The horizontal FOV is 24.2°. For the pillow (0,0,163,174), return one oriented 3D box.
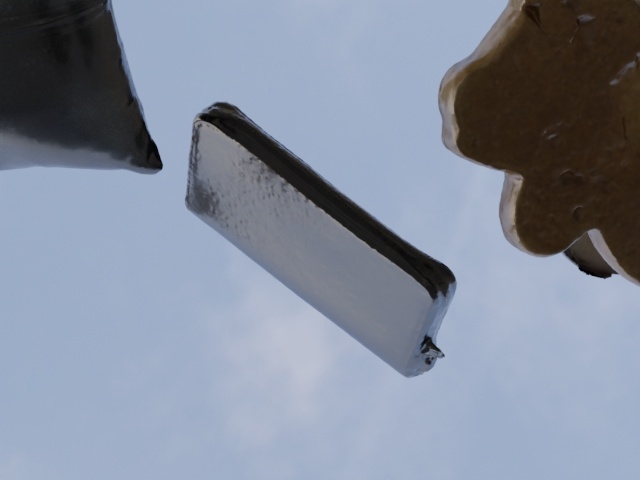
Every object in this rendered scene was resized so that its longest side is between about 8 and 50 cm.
[{"bbox_3d":[-0.214,-0.148,1.010,0.186,0.106,0.250,-3,-59,8],"label":"pillow"}]

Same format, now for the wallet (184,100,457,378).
[{"bbox_3d":[0.000,0.000,1.133,0.250,0.149,0.044,37,-119,16],"label":"wallet"}]

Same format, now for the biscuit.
[{"bbox_3d":[0.187,-0.059,0.871,0.249,0.035,0.184,30,-81,-21],"label":"biscuit"}]

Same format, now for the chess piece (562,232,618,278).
[{"bbox_3d":[0.226,-0.080,1.370,0.142,0.261,0.143,-7,-65,-15],"label":"chess piece"}]
